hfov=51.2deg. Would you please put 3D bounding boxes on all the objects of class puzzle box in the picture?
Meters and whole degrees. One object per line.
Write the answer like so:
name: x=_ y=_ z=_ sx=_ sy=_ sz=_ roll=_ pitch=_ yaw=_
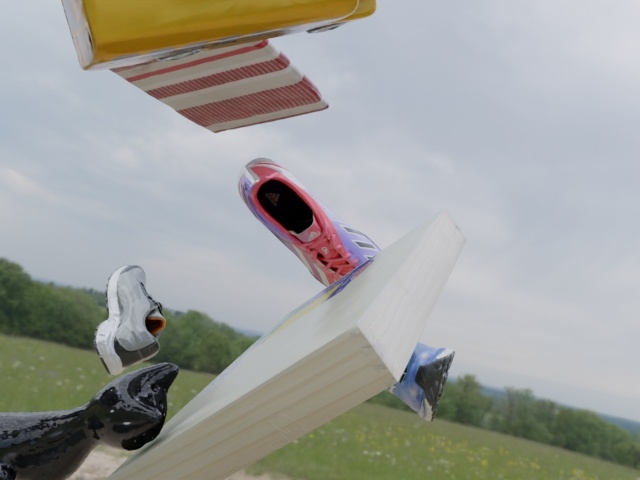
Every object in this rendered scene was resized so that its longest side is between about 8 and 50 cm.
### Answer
puzzle box: x=0.003 y=0.097 z=0.675 sx=0.272 sy=0.052 sz=0.409 roll=-36 pitch=0 yaw=24

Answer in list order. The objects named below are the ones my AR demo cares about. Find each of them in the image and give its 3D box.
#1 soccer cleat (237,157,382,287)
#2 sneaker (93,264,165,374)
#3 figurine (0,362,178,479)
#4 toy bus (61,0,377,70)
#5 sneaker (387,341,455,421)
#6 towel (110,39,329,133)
soccer cleat: x=0.000 y=0.000 z=1.033 sx=0.318 sy=0.108 sz=0.116 roll=43 pitch=5 yaw=-16
sneaker: x=-0.328 y=0.133 z=1.198 sx=0.108 sy=0.100 sz=0.271 roll=-15 pitch=33 yaw=-2
figurine: x=-0.208 y=0.198 z=0.504 sx=0.210 sy=0.214 sz=0.092 roll=-25 pitch=-60 yaw=8
toy bus: x=-0.082 y=-0.254 z=0.663 sx=0.333 sy=0.108 sz=0.130 roll=-19 pitch=14 yaw=-25
sneaker: x=0.138 y=0.229 z=1.185 sx=0.147 sy=0.129 sz=0.330 roll=19 pitch=-9 yaw=0
towel: x=-0.153 y=-0.252 z=1.019 sx=0.237 sy=0.037 sz=0.329 roll=-7 pitch=-14 yaw=22
